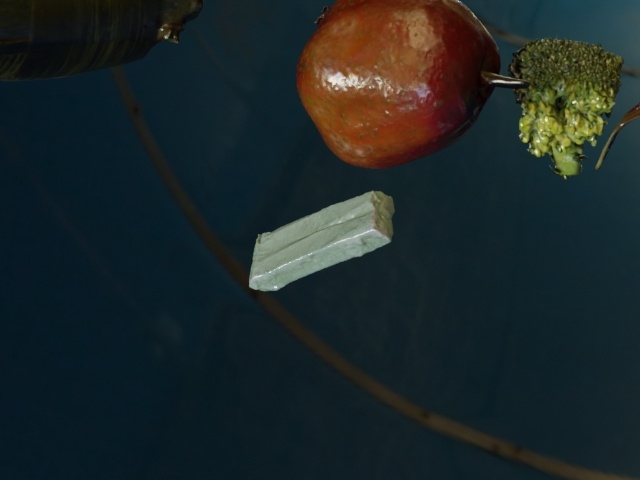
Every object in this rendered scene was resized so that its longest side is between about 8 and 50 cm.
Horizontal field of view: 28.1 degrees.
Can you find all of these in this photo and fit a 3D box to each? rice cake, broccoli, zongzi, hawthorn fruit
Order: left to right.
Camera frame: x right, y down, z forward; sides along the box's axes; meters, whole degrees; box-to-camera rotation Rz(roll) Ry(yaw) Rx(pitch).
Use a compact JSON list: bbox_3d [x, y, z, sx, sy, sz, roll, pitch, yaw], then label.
[{"bbox_3d":[-0.404,-0.280,1.446,0.403,0.208,0.432,-15,-165,-40],"label":"zongzi"},{"bbox_3d":[0.000,0.000,1.623,0.040,0.226,0.085,40,-135,-33],"label":"rice cake"},{"bbox_3d":[0.151,-0.249,1.968,0.369,0.285,0.285,6,-156,28],"label":"hawthorn fruit"},{"bbox_3d":[0.466,-0.242,2.273,0.180,0.273,0.242,-13,-156,38],"label":"broccoli"}]

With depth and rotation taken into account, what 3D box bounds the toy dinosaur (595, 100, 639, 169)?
[{"bbox_3d":[0.588,-0.168,1.973,0.327,0.113,0.206,-15,-157,9],"label":"toy dinosaur"}]
